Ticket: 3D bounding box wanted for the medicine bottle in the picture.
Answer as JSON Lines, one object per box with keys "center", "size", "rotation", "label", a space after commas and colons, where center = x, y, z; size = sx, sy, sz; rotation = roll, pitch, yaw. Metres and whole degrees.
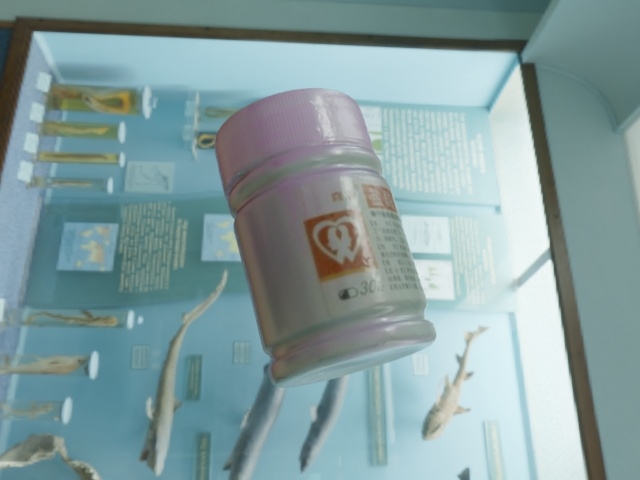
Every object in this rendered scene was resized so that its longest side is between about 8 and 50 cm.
{"center": [0.000, 0.000, 0.756], "size": [0.202, 0.202, 0.315], "rotation": [106, -30, -72], "label": "medicine bottle"}
